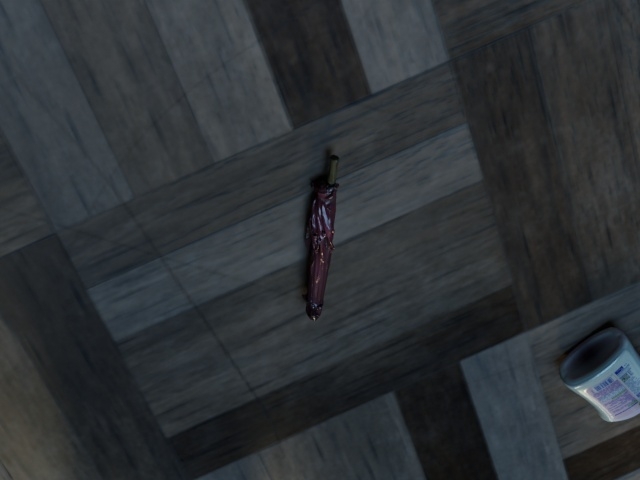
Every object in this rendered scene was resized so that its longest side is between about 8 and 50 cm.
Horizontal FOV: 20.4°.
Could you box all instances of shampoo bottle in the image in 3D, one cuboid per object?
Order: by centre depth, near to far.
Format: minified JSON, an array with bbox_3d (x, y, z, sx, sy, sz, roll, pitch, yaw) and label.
[{"bbox_3d":[0.276,0.130,1.669,0.072,0.043,0.099,-38,134,12],"label":"shampoo bottle"}]

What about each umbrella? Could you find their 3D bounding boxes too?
[{"bbox_3d":[0.000,0.000,1.447,0.025,0.027,0.165,-27,138,-37],"label":"umbrella"}]
